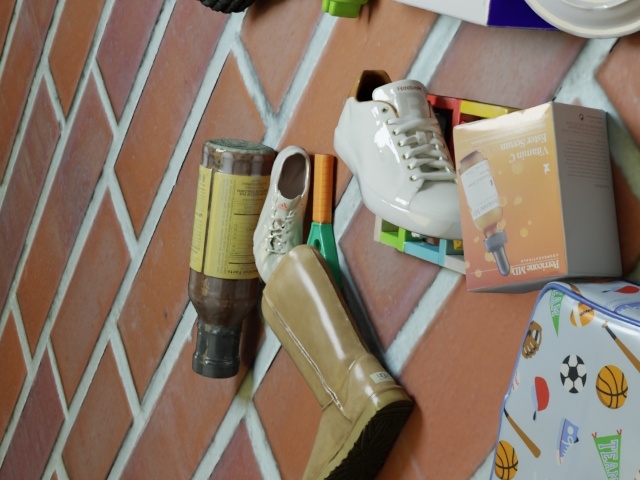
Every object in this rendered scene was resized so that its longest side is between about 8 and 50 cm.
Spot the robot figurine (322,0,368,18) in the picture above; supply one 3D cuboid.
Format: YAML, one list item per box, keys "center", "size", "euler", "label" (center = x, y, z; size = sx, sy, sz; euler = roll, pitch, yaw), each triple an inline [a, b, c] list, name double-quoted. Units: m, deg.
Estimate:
- center: [0.034, -0.340, 1.816]
  size: [0.101, 0.067, 0.115]
  euler: [-136, 52, -63]
  label: "robot figurine"

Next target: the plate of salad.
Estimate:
- center: [0.268, -0.292, 1.367]
  size: [0.200, 0.048, 0.199]
  euler: [10, 108, 32]
  label: "plate of salad"

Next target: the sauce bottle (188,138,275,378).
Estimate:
- center: [-0.136, 0.027, 2.086]
  size: [0.111, 0.111, 0.344]
  euler: [32, 117, 57]
  label: "sauce bottle"

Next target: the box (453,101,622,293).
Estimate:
- center: [0.214, -0.039, 1.431]
  size: [0.130, 0.091, 0.170]
  euler: [-13, 78, 45]
  label: "box"

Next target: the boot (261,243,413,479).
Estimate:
- center: [-0.004, 0.179, 1.850]
  size: [0.236, 0.089, 0.269]
  euler: [-56, 48, 26]
  label: "boot"

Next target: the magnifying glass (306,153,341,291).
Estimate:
- center: [0.000, 0.000, 1.925]
  size: [0.092, 0.026, 0.231]
  euler: [13, 101, 61]
  label: "magnifying glass"

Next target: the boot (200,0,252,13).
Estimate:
- center: [-0.152, -0.475, 1.970]
  size: [0.260, 0.131, 0.348]
  euler: [1, 124, 60]
  label: "boot"

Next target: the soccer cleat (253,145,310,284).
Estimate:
- center: [-0.050, -0.033, 1.952]
  size: [0.076, 0.068, 0.196]
  euler: [177, 101, -82]
  label: "soccer cleat"

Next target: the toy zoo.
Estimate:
- center: [0.154, -0.065, 1.634]
  size: [0.293, 0.030, 0.192]
  euler: [20, 108, 60]
  label: "toy zoo"

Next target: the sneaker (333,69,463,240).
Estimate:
- center: [0.093, -0.105, 1.601]
  size: [0.290, 0.106, 0.123]
  euler: [51, 135, 51]
  label: "sneaker"

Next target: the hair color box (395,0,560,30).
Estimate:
- center: [0.142, -0.347, 1.579]
  size: [0.339, 0.110, 0.185]
  euler: [31, 118, 56]
  label: "hair color box"

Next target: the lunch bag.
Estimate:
- center: [0.275, 0.198, 1.331]
  size: [0.243, 0.115, 0.303]
  euler: [28, 113, 56]
  label: "lunch bag"
